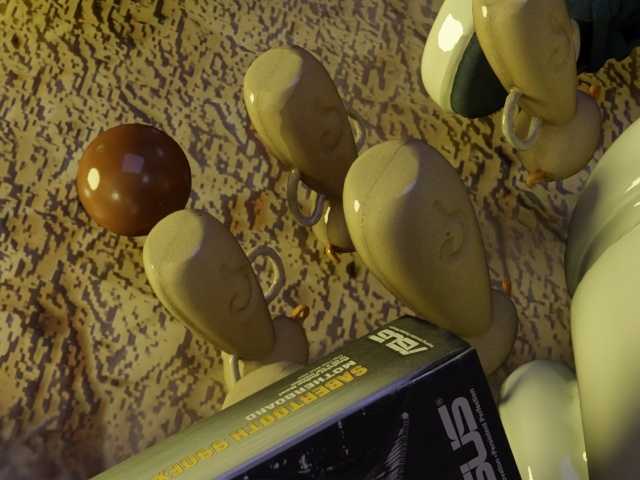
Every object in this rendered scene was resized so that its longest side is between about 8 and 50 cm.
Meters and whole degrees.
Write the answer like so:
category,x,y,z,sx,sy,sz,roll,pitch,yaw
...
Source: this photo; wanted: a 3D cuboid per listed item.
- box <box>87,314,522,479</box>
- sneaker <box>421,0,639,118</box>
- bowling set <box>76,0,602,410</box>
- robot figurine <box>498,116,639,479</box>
category,x,y,z,sx,sy,sz,roll,pitch,yaw
box,0.003,0.168,0.473,0.183,0.231,0.056,-26,19,-18
sneaker,0.221,-0.146,0.674,0.350,0.131,0.148,-35,70,-4
bowling set,0.000,0.000,0.626,0.200,0.154,0.287,19,65,35
robot figurine,0.207,0.070,0.534,0.300,0.200,0.353,-22,52,29
